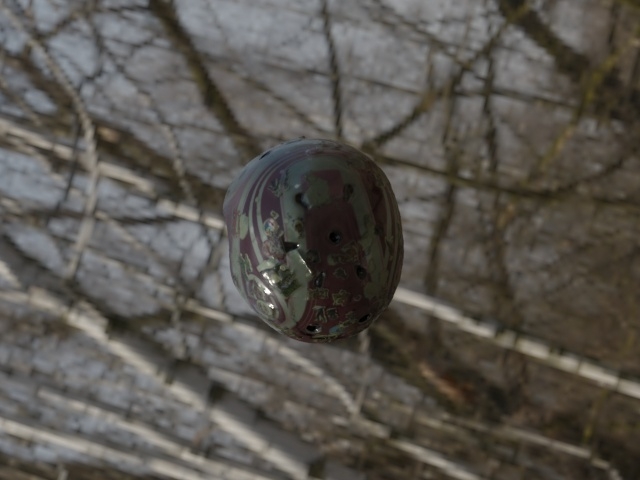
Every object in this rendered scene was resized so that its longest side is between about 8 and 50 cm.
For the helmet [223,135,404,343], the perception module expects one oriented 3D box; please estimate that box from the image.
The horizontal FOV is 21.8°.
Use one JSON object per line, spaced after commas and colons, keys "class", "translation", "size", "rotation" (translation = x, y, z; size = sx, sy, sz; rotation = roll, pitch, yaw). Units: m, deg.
{"class": "helmet", "translation": [0.001, -0.011, 1.400], "size": [0.107, 0.153, 0.177], "rotation": [122, 135, -70]}
